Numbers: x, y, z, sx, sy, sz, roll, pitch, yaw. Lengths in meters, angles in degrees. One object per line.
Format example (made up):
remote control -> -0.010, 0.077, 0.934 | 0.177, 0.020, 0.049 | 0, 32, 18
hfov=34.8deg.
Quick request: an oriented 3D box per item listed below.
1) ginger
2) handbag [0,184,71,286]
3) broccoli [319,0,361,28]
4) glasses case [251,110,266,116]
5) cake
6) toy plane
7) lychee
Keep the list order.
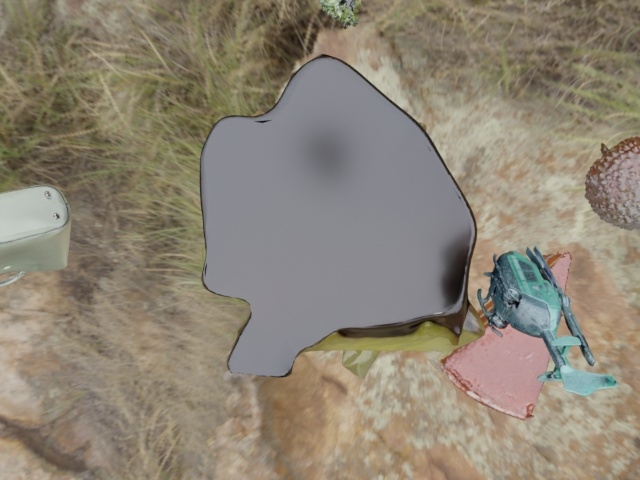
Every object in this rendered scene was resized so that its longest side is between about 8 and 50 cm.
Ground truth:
ginger -> 0.000, 0.000, 1.294 | 0.358, 0.211, 0.413 | -26, 95, -10
handbag -> -0.563, 0.032, 1.842 | 0.241, 0.315, 0.109 | -13, 63, -27
broccoli -> 0.127, -0.492, 1.551 | 0.361, 0.221, 0.252 | -13, 82, 37
glasses case -> -0.118, -0.204, 1.961 | 0.041, 0.170, 0.064 | -38, 101, 19
cake -> 0.265, 0.126, 1.567 | 0.160, 0.158, 0.262 | 15, 87, -7
toy plane -> 0.240, 0.083, 1.124 | 0.096, 0.235, 0.060 | 4, 129, -17
lychee -> 0.543, -0.104, 1.799 | 0.165, 0.165, 0.197 | -43, 53, 2
